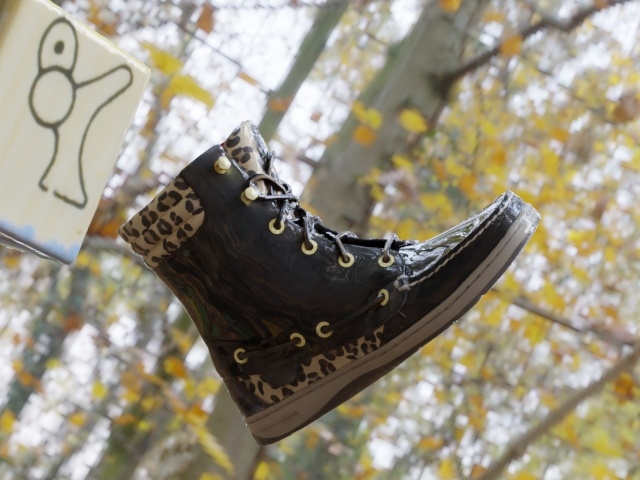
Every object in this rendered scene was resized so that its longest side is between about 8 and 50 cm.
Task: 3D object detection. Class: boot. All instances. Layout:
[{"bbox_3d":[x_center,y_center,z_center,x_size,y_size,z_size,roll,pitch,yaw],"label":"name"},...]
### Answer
[{"bbox_3d":[0.000,0.000,1.641,0.377,0.138,0.284,-38,-88,22],"label":"boot"}]

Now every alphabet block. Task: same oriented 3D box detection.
[{"bbox_3d":[-0.302,-0.113,1.464,0.193,0.197,0.192,15,-12,36],"label":"alphabet block"}]
